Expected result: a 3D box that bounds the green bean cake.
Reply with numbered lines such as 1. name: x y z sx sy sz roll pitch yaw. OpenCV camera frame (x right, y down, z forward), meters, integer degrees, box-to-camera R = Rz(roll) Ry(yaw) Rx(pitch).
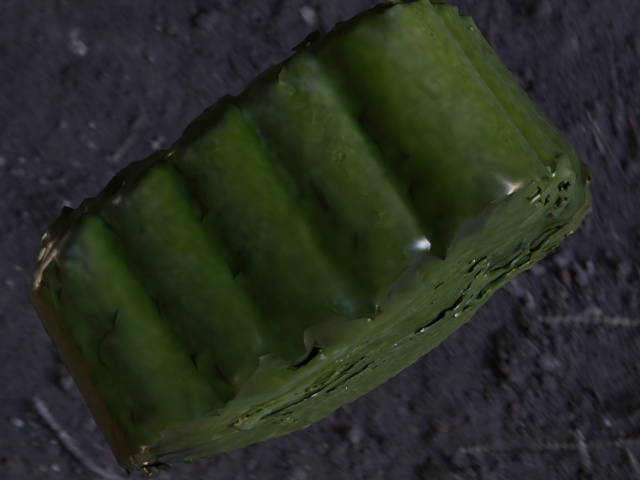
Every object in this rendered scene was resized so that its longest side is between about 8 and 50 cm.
1. green bean cake: 0.000 0.000 0.736 0.214 0.200 0.113 -34 79 9
